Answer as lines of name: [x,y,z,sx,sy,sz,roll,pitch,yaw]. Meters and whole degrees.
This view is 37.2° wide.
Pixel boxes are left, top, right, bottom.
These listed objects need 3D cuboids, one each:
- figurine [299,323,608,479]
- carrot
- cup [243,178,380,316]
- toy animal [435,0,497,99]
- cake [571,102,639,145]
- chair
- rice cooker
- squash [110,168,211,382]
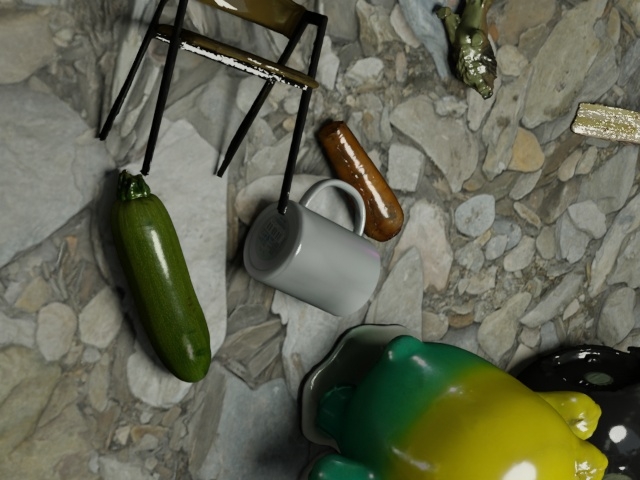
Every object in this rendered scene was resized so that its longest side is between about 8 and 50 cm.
figurine: [0.145,0.230,1.104,0.323,0.340,0.231,-24,117,-30]
carrot: [0.048,-0.070,1.127,0.055,0.055,0.161,-40,116,-19]
cup: [-0.007,0.005,1.088,0.133,0.099,0.136,26,57,-38]
toy animal: [0.184,-0.280,1.150,0.086,0.069,0.220,-28,126,-51]
cake: [0.417,-0.167,1.358,0.121,0.065,0.052,7,97,-30]
chair: [-0.094,-0.178,0.929,0.158,0.172,0.247,15,102,-37]
rice cooker: [0.397,0.278,1.364,0.267,0.267,0.224,-13,108,-32]
squash: [-0.166,0.049,0.996,0.069,0.069,0.258,-29,119,-26]
